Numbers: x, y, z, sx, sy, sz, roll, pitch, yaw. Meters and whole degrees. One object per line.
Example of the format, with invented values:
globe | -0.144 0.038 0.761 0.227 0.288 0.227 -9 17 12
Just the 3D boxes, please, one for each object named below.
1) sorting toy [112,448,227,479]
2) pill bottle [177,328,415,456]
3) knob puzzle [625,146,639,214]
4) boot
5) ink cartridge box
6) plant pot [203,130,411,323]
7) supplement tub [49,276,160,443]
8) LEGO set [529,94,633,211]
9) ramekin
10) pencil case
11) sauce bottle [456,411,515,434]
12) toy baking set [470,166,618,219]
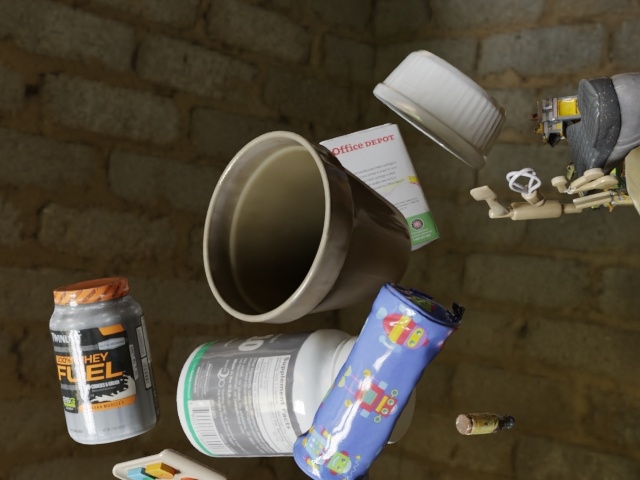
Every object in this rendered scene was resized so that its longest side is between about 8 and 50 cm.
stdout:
sorting toy | -0.351 0.551 2.249 0.208 0.038 0.193 -26 132 37
pill bottle | -0.040 0.253 1.600 0.361 0.204 0.204 -9 171 32
knob puzzle | 0.648 -0.119 1.797 0.213 0.213 0.030 6 -176 0
boot | 0.514 -0.176 1.516 0.223 0.118 0.338 -14 164 3
ink cartridge box | 0.112 -0.097 2.158 0.201 0.278 0.117 -17 172 -22
plant pot | 0.000 0.000 1.702 0.280 0.323 0.323 15 173 -42
supplement tub | -0.448 0.243 2.005 0.194 0.316 0.193 -9 -174 1
LEGO set | 0.570 -0.189 2.117 0.192 0.254 0.331 -3 179 27
ramekin | 0.246 -0.267 1.927 0.273 0.127 0.273 36 -174 -4
pencil case | 0.077 0.199 1.350 0.119 0.306 0.133 28 -167 0
sauce bottle | 0.319 0.349 1.862 0.128 0.042 0.042 2 -179 -36
toy baking set | 0.351 -0.077 1.544 0.256 0.030 0.197 -5 161 -5
